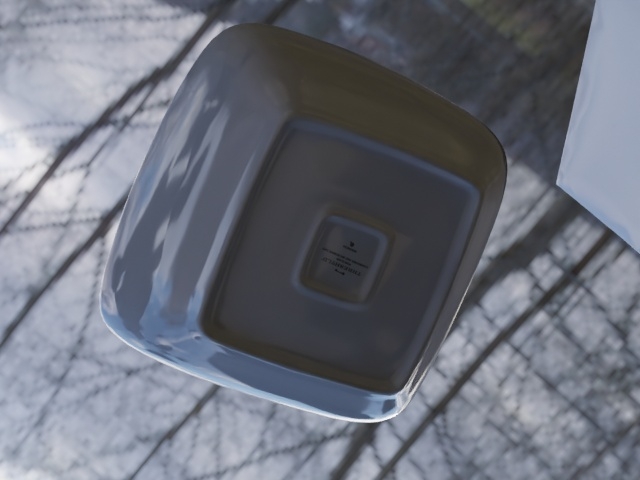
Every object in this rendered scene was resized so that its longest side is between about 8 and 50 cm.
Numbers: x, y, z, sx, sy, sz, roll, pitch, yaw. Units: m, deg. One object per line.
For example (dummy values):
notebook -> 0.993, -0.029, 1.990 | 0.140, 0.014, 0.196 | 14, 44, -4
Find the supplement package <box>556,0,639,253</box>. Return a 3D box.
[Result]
supplement package -> 0.317, -0.102, 1.172 | 0.203, 0.194, 0.149 | -5, -151, -25

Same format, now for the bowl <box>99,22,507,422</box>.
bowl -> 0.000, 0.000, 0.590 | 0.142, 0.142, 0.053 | 21, -173, -22
